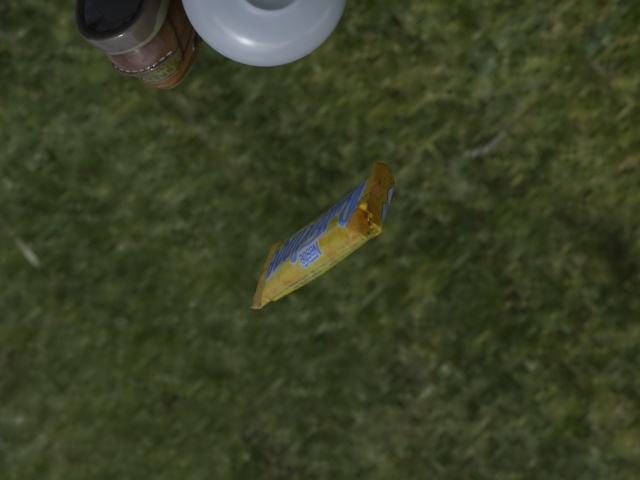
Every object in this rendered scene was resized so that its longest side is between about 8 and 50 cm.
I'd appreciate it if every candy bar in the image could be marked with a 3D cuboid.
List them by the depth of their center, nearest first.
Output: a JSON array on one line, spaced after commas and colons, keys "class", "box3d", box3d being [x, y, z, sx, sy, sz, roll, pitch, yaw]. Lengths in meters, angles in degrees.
[{"class": "candy bar", "box3d": [0.000, 0.000, 0.904, 0.018, 0.040, 0.161, 26, 158, -12]}]

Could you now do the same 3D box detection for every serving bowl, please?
[{"class": "serving bowl", "box3d": [-0.025, -0.126, 0.879, 0.083, 0.083, 0.027, 51, 174, -6]}]

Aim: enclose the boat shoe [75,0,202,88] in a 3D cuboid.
[{"class": "boat shoe", "box3d": [-0.128, -0.275, 1.558, 0.111, 0.307, 0.104, 2, 156, 32]}]
